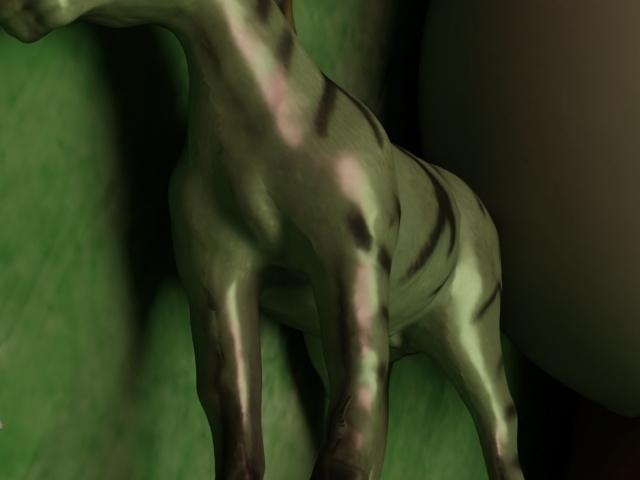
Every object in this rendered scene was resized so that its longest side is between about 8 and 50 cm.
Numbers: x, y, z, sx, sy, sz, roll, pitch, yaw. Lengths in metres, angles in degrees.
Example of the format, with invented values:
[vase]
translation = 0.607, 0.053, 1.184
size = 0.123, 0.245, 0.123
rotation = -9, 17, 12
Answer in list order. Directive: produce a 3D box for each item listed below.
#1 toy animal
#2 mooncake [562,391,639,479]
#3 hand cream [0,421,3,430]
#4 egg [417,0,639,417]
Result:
[toy animal]
translation = -0.003, 0.012, 0.484
size = 0.255, 0.089, 0.170
rotation = 56, 32, -46
[mooncake]
translation = 0.223, 0.137, 0.772
size = 0.334, 0.174, 0.326
rotation = -52, 134, -51
[hand cream]
translation = -0.139, 0.002, 0.321
size = 0.216, 0.052, 0.038
rotation = 57, 1, -42
[egg]
translation = 0.125, -0.052, 0.618
size = 0.176, 0.176, 0.232
rotation = 5, 73, -58
